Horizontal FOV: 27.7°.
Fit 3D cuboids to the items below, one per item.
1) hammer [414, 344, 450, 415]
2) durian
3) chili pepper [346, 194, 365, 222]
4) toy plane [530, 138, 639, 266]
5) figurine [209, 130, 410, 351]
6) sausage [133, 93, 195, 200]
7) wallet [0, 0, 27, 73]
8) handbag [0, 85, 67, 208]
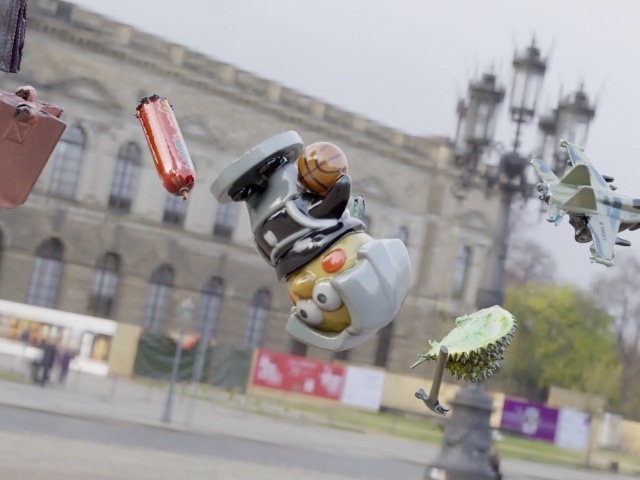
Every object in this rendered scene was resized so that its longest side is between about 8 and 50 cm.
[{"bbox_3d":[0.179,0.211,1.959,0.062,0.017,0.182,41,-27,22],"label":"hammer"},{"bbox_3d":[0.242,0.170,2.063,0.100,0.086,0.215,34,45,31],"label":"durian"},{"bbox_3d":[0.037,-0.039,1.723,0.035,0.055,0.118,40,14,-32],"label":"chili pepper"},{"bbox_3d":[0.390,-0.038,1.721,0.262,0.192,0.088,17,-39,-33],"label":"toy plane"},{"bbox_3d":[0.000,0.000,1.416,0.133,0.236,0.176,-27,-10,-44],"label":"figurine"},{"bbox_3d":[-0.172,-0.101,1.469,0.048,0.145,0.050,-5,-40,-22],"label":"sausage"},{"bbox_3d":[-0.418,-0.262,1.520,0.166,0.111,0.030,14,7,19],"label":"wallet"},{"bbox_3d":[-0.436,-0.134,1.583,0.212,0.157,0.059,18,32,-30],"label":"handbag"}]
